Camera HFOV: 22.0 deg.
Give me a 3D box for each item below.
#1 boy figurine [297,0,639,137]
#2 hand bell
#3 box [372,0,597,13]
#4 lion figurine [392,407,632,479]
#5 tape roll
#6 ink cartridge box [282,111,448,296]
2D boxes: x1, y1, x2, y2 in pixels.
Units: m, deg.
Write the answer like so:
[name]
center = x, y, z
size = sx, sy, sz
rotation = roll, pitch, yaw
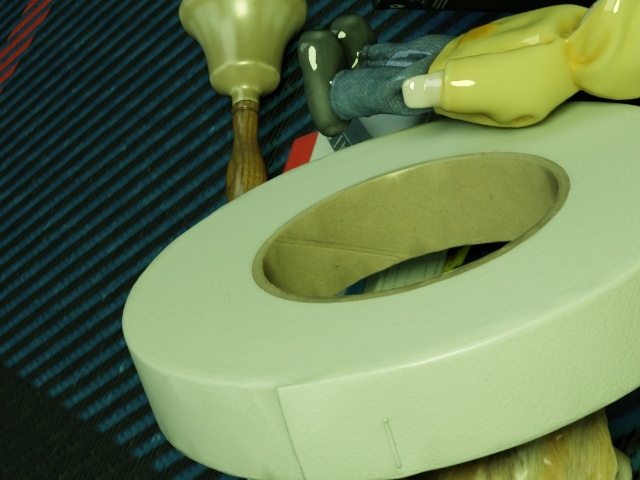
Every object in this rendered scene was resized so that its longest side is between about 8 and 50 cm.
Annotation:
[boy figurine]
center = 0.122, -0.127, 1.137
size = 0.285, 0.092, 0.177
rotation = -6, 16, 37
[hand bell]
center = -0.068, -0.114, 1.541
size = 0.126, 0.126, 0.242
rotation = -27, 55, 39
[box]
center = 0.136, -0.305, 1.213
size = 0.103, 0.184, 0.261
rotation = 143, 128, -81
[lion figurine]
center = 0.016, 0.216, 1.046
size = 0.392, 0.142, 0.240
rotation = -18, 63, 34
[tape roll]
center = 0.065, 0.019, 1.043
size = 0.392, 0.072, 0.392
rotation = -16, 21, 6
[ink cartridge box]
center = 0.000, 0.000, 1.352
size = 0.261, 0.066, 0.296
rotation = -12, 53, 48
